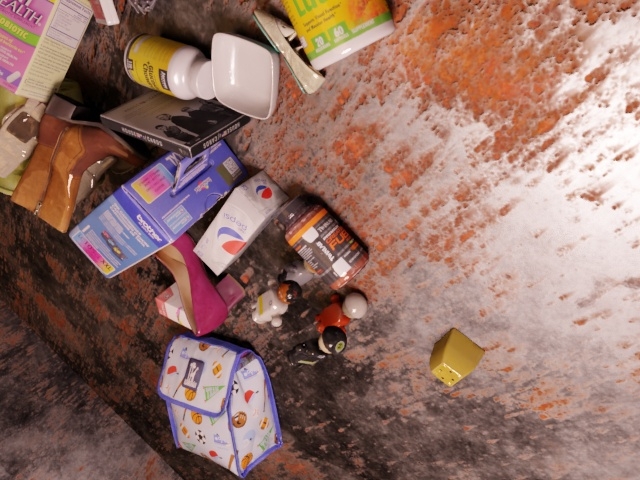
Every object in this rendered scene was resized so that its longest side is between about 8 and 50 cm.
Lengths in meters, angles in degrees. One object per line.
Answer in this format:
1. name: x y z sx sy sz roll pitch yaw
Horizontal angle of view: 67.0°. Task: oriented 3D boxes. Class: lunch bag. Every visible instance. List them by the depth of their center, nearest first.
1. lunch bag: -0.327 0.492 1.523 0.328 0.239 0.385 4 107 35

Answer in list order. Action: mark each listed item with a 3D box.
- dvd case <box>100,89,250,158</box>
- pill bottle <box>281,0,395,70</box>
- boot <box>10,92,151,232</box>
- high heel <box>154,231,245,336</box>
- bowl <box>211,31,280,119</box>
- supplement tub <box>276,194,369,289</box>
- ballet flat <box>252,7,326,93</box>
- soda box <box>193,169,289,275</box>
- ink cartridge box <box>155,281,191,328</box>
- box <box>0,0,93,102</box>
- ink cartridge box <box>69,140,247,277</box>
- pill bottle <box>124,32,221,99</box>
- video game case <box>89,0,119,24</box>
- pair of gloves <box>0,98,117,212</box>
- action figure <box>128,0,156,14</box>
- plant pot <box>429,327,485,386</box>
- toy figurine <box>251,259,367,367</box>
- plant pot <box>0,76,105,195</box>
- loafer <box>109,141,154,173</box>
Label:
1. dvd case: -0.291 -0.247 0.976 0.239 0.179 0.029 22 135 23
2. pill bottle: -0.001 -0.386 0.688 0.136 0.136 0.245 -12 113 41
3. boot: -0.533 -0.141 1.065 0.264 0.096 0.280 28 102 -1
4. high heel: -0.393 0.086 1.296 0.377 0.181 0.127 35 135 11
5. bowl: -0.134 -0.311 0.904 0.142 0.053 0.141 25 133 18
6. supplement tub: 0.000 0.000 0.997 0.198 0.106 0.106 46 136 -2
7. ballet flat: -0.049 -0.335 0.835 0.052 0.057 0.168 -32 105 17
8. soda box: -0.190 -0.033 1.120 0.091 0.098 0.286 46 136 -1
9. ink cartridge box: -0.360 0.191 1.398 0.198 0.115 0.067 20 130 25
10. box: -0.645 -0.455 1.023 0.214 0.117 0.242 30 98 2
11. ink cartridge box: -0.346 -0.091 1.067 0.396 0.270 0.151 -19 115 43
12. pill bottle: -0.290 -0.341 0.961 0.184 0.103 0.103 23 132 22
13. video game case: -0.450 -0.559 0.904 0.204 0.025 0.285 39 145 52
14. pair of gloves: -0.632 -0.197 1.131 0.240 0.042 0.204 38 99 -22
15. action figure: -0.334 -0.526 0.864 0.285 0.099 0.185 -11 124 46
16. plant pot: 0.272 0.249 0.995 0.081 0.083 0.081 38 137 8
17. toy figurine: -0.019 0.143 1.045 0.148 0.213 0.209 -35 95 37
18. plant pot: -0.700 -0.278 1.228 0.276 0.276 0.253 24 120 21
19. loafer: -0.475 -0.234 1.185 0.269 0.092 0.101 -23 104 43
